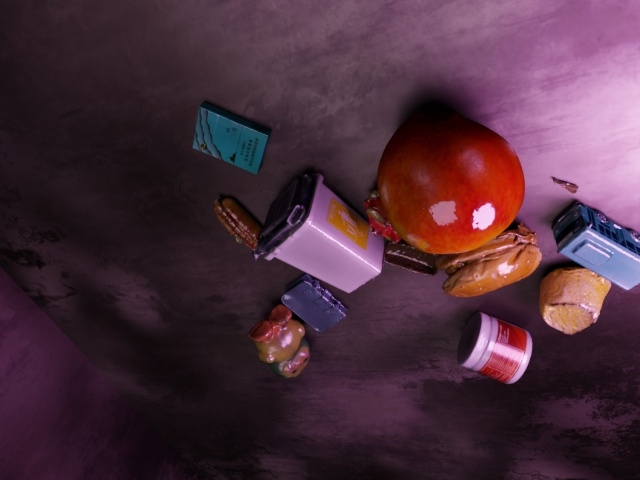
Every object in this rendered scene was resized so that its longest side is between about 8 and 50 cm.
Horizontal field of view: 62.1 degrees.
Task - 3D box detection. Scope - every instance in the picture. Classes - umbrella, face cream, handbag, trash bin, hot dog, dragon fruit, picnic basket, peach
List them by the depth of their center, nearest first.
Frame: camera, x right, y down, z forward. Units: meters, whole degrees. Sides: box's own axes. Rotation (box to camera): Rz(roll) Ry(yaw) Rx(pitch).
[{"bbox_3d":[0.323,-0.152,1.378,0.388,0.388,0.388,10,132,11],"label":"peach"},{"bbox_3d":[0.681,-0.151,1.472,0.083,0.031,0.020,28,165,-2],"label":"umbrella"},{"bbox_3d":[0.211,-0.082,1.616,0.172,0.160,0.166,30,175,-2],"label":"dragon fruit"},{"bbox_3d":[0.000,0.000,1.717,0.368,0.255,0.296,33,131,-21],"label":"trash bin"},{"bbox_3d":[0.306,0.048,1.759,0.193,0.055,0.110,19,132,4],"label":"picnic basket"},{"bbox_3d":[0.598,0.371,1.836,0.187,0.201,0.201,22,133,1],"label":"face cream"},{"bbox_3d":[-0.284,-0.052,1.873,0.104,0.076,0.250,-25,120,36],"label":"hot dog"},{"bbox_3d":[-0.021,0.239,2.044,0.229,0.062,0.179,41,128,-17],"label":"handbag"}]

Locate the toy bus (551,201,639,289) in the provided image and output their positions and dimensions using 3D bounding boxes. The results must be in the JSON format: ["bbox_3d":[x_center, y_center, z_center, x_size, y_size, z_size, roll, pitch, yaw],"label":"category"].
[{"bbox_3d":[0.794,0.018,1.496,0.256,0.147,0.128,28,131,-6],"label":"toy bus"}]

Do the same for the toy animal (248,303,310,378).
[{"bbox_3d":[-0.164,0.414,2.164,0.191,0.216,0.338,30,153,46],"label":"toy animal"}]

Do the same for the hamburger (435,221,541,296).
[{"bbox_3d":[0.493,0.064,1.557,0.319,0.319,0.158,-31,73,37],"label":"hamburger"}]

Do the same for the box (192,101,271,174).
[{"bbox_3d":[-0.280,-0.316,1.661,0.226,0.042,0.161,23,132,-1],"label":"box"}]

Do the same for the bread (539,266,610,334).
[{"bbox_3d":[0.773,0.176,1.628,0.197,0.170,0.197,17,145,13],"label":"bread"}]
